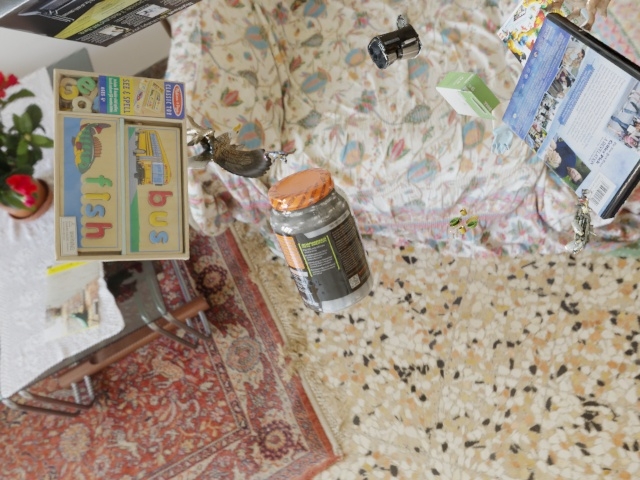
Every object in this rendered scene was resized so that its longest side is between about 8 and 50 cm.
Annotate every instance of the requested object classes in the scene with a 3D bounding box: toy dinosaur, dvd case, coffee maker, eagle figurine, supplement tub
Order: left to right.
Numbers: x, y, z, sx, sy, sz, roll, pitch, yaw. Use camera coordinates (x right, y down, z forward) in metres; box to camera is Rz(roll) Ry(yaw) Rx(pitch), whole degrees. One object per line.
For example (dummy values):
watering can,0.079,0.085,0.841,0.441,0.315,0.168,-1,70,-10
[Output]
eagle figurine,-0.346,-0.327,1.819,0.225,0.298,0.226,-20,61,19
toy dinosaur,-0.135,-0.264,1.557,0.082,0.047,0.090,29,48,33
supplement tub,0.000,0.000,1.282,0.207,0.337,0.207,-15,28,8
coffee maker,0.275,-0.761,1.932,0.178,0.120,0.171,-25,66,-22
dvd case,0.360,-0.177,0.695,0.022,0.180,0.253,-9,48,-17
toy dinosaur,0.736,-0.724,1.407,0.296,0.200,0.127,18,33,-12

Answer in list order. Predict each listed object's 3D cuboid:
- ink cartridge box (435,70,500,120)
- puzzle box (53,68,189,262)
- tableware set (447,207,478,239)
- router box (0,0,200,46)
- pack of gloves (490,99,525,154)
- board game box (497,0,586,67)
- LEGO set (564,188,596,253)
ink cartridge box,0.401,-0.386,1.325,0.062,0.109,0.209,-47,22,7
puzzle box,-0.428,-0.156,1.091,0.272,0.052,0.408,-1,86,-23
tableware set,0.464,-0.063,1.631,0.104,0.024,0.154,-32,15,23
router box,-0.358,-0.428,0.833,0.309,0.243,0.081,-11,96,25
pack of gloves,0.658,-0.372,1.637,0.195,0.232,0.046,-22,52,0
board game box,0.728,-0.714,1.672,0.053,0.305,0.193,-35,85,-8
LEGO set,0.250,-0.016,0.470,0.023,0.054,0.083,12,59,31
